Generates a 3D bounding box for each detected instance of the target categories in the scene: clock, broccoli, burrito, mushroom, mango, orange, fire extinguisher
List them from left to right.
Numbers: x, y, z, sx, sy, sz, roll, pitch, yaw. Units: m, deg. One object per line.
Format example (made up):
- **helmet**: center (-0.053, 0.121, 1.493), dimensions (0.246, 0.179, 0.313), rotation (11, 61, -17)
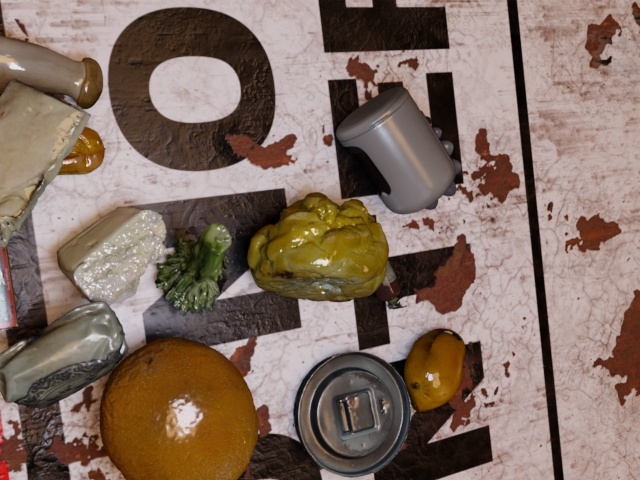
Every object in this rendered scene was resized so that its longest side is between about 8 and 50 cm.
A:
- **burrito**: center (-0.595, -0.136, 1.372), dimensions (0.190, 0.135, 0.332), rotation (28, 79, 0)
- **mushroom**: center (-0.624, -0.351, 1.469), dimensions (0.349, 0.128, 0.129), rotation (7, 88, -29)
- **orange**: center (-0.297, 0.389, 1.530), dimensions (0.322, 0.322, 0.357), rotation (-35, 115, -20)
- **broccoli**: center (-0.257, 0.050, 1.549), dimensions (0.164, 0.304, 0.146), rotation (37, 55, -4)
- **clock**: center (0.079, 0.434, 1.812), dimensions (0.312, 0.061, 0.313), rotation (3, 82, -20)
- **fire extinguisher**: center (0.166, 0.088, 1.871), dimensions (0.099, 0.071, 0.231), rotation (-42, 110, -47)
- **mango**: center (0.307, 0.327, 1.887), dimensions (0.236, 0.136, 0.167), rotation (-40, 113, -47)

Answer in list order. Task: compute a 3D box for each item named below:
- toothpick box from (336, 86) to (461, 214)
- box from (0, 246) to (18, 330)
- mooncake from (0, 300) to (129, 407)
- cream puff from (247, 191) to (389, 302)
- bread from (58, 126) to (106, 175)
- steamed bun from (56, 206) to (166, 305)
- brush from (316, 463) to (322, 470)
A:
- **toothpick box**: center (0.215, -0.211, 1.804), dimensions (0.229, 0.229, 0.316), rotation (-43, 108, -18)
- **box**: center (-0.707, 0.086, 1.418), dimensions (0.177, 0.148, 0.195), rotation (-8, 94, -26)
- **mooncake**: center (-0.509, 0.237, 1.446), dimensions (0.250, 0.254, 0.136), rotation (-29, 85, -13)
- **cream puff**: center (-0.002, 0.000, 1.683), dimensions (0.324, 0.291, 0.257), rotation (4, 67, 1)
- **bread**: center (-0.579, -0.186, 1.506), dimensions (0.245, 0.094, 0.102), rotation (-4, 88, -23)
- **steamed bun**: center (-0.424, 0.036, 1.526), dimensions (0.225, 0.200, 0.170), rotation (-42, 120, -19)
- **brush**: center (0.102, 0.534, 1.861), dimensions (0.247, 0.036, 0.043), rotation (-16, 88, -23)
